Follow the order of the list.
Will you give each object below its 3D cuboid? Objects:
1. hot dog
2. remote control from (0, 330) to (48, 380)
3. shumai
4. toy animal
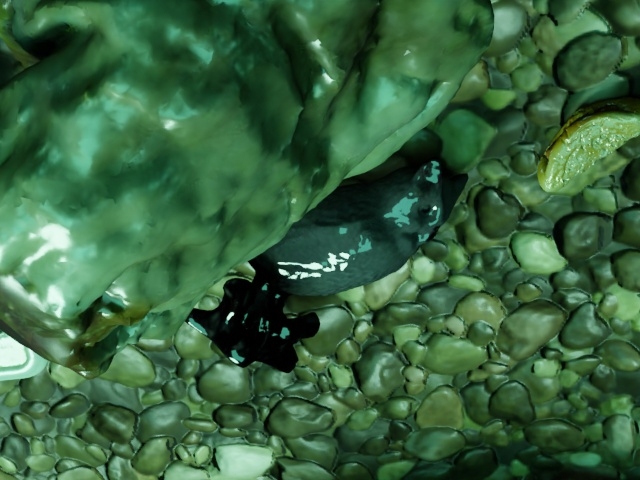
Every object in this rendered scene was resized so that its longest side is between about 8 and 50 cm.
[{"bbox_3d":[0.177,-0.070,0.993,0.090,0.030,0.034,-36,112,24],"label":"hot dog"},{"bbox_3d":[-0.284,-0.044,1.032,0.128,0.065,0.335,-7,122,7],"label":"remote control"},{"bbox_3d":[-0.078,-0.050,0.831,0.304,0.263,0.309,13,160,14],"label":"shumai"},{"bbox_3d":[0.002,-0.004,1.038,0.210,0.121,0.117,-40,67,9],"label":"toy animal"}]
